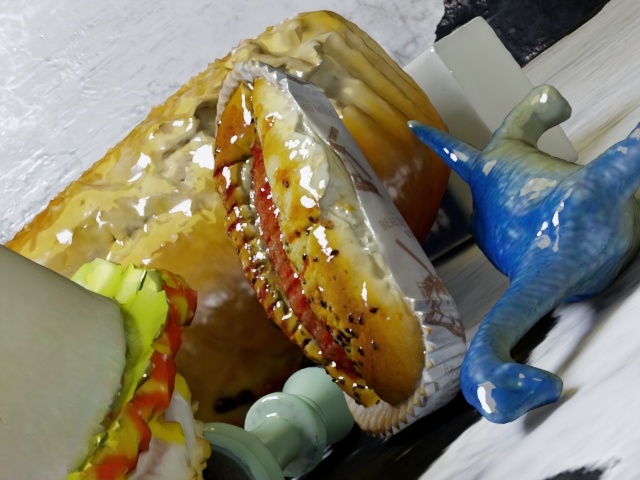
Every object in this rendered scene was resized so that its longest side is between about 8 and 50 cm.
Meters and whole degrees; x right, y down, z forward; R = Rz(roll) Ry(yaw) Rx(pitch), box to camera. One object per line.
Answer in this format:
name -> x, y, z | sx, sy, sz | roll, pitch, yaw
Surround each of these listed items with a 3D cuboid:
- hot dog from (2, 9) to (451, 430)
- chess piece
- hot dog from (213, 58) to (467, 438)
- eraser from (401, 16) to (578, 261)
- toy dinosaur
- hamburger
hot dog -> -0.077, 0.034, 0.930 | 0.365, 0.196, 0.367 | -47, 4, -4
chess piece -> -0.018, 0.089, 0.731 | 0.059, 0.059, 0.149 | -36, 0, 30
hot dog -> 0.000, 0.000, 0.701 | 0.053, 0.192, 0.099 | -13, -28, -31
eraser -> 0.043, -0.035, 1.137 | 0.279, 0.124, 0.081 | -34, 1, 44
toy dinosaur -> 0.071, 0.001, 0.683 | 0.188, 0.075, 0.247 | -35, 24, -23
hamburger -> -0.167, 0.125, 0.595 | 0.294, 0.179, 0.276 | -40, 21, 19
